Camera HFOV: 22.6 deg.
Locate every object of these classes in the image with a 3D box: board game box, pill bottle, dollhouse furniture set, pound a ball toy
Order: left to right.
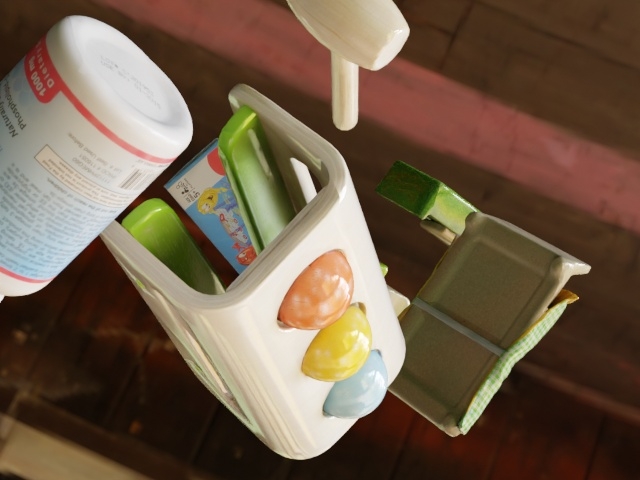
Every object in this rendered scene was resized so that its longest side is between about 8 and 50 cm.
[{"bbox_3d":[-0.146,-0.029,0.802,0.087,0.087,0.160,39,-69,-24],"label":"pill bottle"},{"bbox_3d":[-0.035,0.045,1.937,0.308,0.086,0.302,49,-2,11],"label":"board game box"},{"bbox_3d":[0.000,0.000,1.004,0.136,0.208,0.319,39,-14,23],"label":"pound a ball toy"},{"bbox_3d":[0.143,0.076,1.555,0.151,0.197,0.301,36,-1,-37],"label":"dollhouse furniture set"}]
